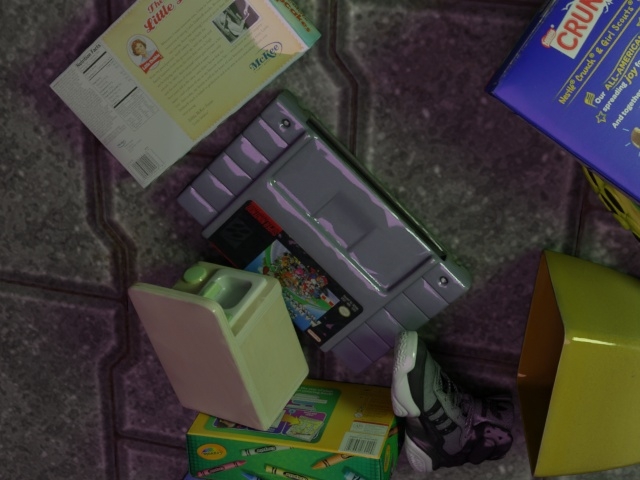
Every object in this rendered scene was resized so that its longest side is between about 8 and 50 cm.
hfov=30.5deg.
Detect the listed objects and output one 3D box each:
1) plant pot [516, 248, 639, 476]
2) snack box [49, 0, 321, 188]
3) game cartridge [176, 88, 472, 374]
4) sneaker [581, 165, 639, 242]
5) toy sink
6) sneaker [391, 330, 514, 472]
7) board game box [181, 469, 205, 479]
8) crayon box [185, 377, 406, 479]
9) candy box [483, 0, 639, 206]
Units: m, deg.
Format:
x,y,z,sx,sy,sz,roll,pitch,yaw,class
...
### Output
x,y,z,sx,sy,sz,roll,pitch,yaw,class
0.362,0.159,1.459,0.187,0.212,0.212,6,118,0,plant pot
-0.177,-0.230,1.500,0.322,0.060,0.187,-36,102,28,snack box
0.000,0.000,1.565,0.355,0.068,0.230,44,115,-7,game cartridge
0.414,-0.056,1.399,0.123,0.109,0.295,-42,94,1,sneaker
-0.131,0.118,1.578,0.152,0.131,0.234,10,135,33,toy sink
0.181,0.214,1.576,0.153,0.101,0.269,-3,135,12,sneaker
-0.142,0.443,1.841,0.201,0.035,0.136,33,120,-1,board game box
-0.030,0.270,1.645,0.278,0.165,0.081,5,117,15,crayon box
0.380,-0.179,1.271,0.317,0.122,0.268,36,97,-4,candy box
